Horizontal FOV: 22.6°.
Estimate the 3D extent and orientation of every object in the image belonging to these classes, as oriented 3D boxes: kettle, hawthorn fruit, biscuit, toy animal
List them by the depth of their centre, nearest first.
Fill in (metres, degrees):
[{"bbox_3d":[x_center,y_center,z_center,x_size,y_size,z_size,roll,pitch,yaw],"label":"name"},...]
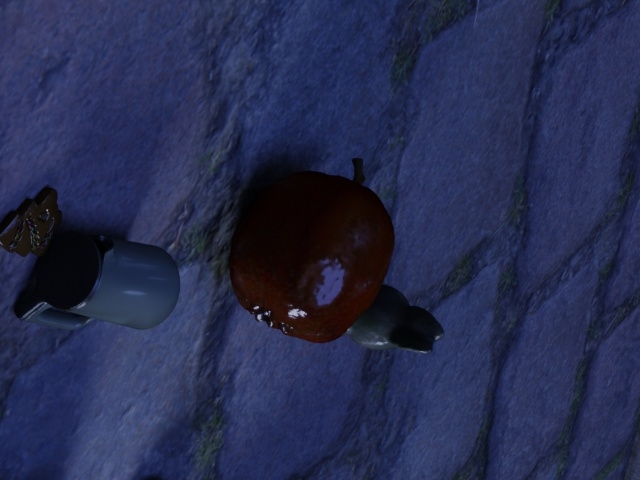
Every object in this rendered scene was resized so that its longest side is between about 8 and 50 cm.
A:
[{"bbox_3d":[-0.306,-0.015,1.687,0.092,0.016,0.082,-20,133,-54],"label":"biscuit"},{"bbox_3d":[-0.247,0.045,1.780,0.148,0.127,0.098,15,71,-59],"label":"kettle"},{"bbox_3d":[0.000,0.000,2.028,0.253,0.205,0.205,-57,153,-15],"label":"hawthorn fruit"},{"bbox_3d":[0.057,0.098,2.148,0.125,0.251,0.127,-13,127,-59],"label":"toy animal"}]
